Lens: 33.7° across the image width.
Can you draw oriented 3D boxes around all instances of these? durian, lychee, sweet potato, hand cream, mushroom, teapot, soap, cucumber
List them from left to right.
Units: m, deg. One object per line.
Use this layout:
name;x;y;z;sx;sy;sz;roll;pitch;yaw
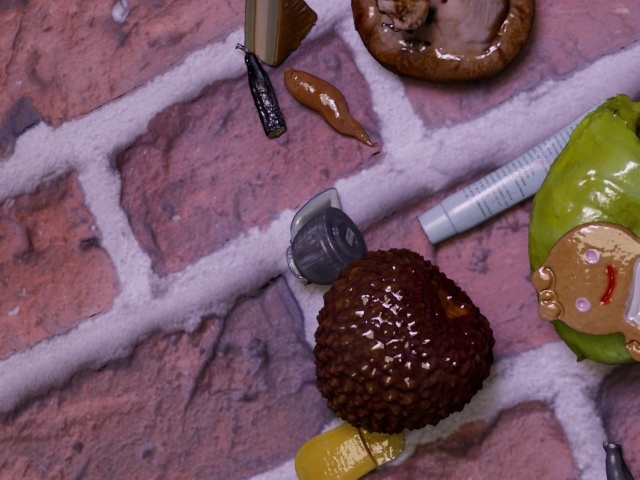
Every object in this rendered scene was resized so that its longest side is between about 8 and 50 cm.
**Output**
cucumber;-0.096;-0.242;1.690;0.043;0.039;0.163;-9;72;-26
teapot;-0.004;0.002;1.582;0.108;0.111;0.149;-28;78;26
sweet potato;0.015;-0.209;1.643;0.195;0.056;0.056;44;95;13
soap;0.039;0.310;1.551;0.168;0.033;0.089;-34;75;8
lychee;0.099;0.154;1.463;0.271;0.271;0.271;-3;80;17
mushroom;0.185;-0.358;1.545;0.267;0.254;0.267;2;79;-9
hand cream;0.295;-0.093;1.527;0.331;0.058;0.085;-30;71;10
durian;0.396;-0.005;1.404;0.256;0.204;0.339;37;97;16

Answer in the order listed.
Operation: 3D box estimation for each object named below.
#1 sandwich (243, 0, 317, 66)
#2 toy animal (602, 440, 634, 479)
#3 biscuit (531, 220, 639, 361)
sandwich;-0.087;-0.348;1.637;0.079;0.163;0.113;39;94;20
toy animal;0.390;0.338;1.409;0.269;0.082;0.137;2;80;17
biscuit;0.388;0.056;1.303;0.249;0.035;0.184;13;102;15
